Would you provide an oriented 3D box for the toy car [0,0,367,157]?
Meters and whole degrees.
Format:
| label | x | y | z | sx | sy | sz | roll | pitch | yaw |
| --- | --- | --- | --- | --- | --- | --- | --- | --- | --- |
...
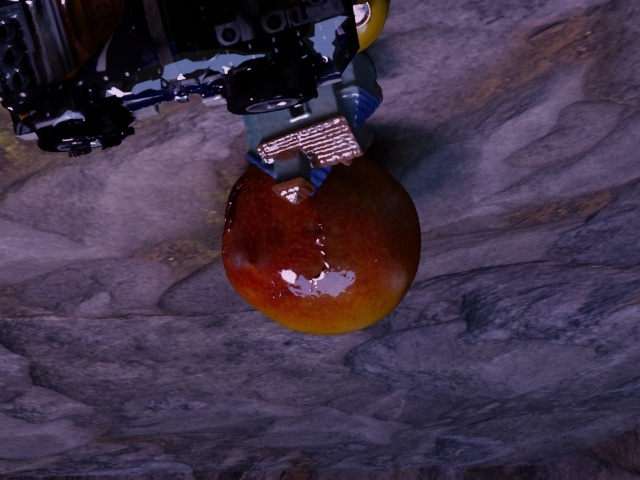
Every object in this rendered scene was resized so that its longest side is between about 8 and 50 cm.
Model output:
| label | x | y | z | sx | sy | sz | roll | pitch | yaw |
| --- | --- | --- | --- | --- | --- | --- | --- | --- | --- |
| toy car | -0.113 | -0.174 | 0.928 | 0.301 | 0.193 | 0.118 | -11 | 177 | 0 |

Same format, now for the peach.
| label | x | y | z | sx | sy | sz | roll | pitch | yaw |
| --- | --- | --- | --- | --- | --- | --- | --- | --- | --- |
| peach | 0.000 | 0.000 | 1.354 | 0.230 | 0.231 | 0.231 | -7 | 157 | -3 |

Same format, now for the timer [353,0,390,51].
| label | x | y | z | sx | sy | sz | roll | pitch | yaw |
| --- | --- | --- | --- | --- | --- | --- | --- | --- | --- |
| timer | 0.011 | -0.214 | 1.030 | 0.107 | 0.109 | 0.107 | 7 | 133 | 7 |

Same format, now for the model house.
| label | x | y | z | sx | sy | sz | roll | pitch | yaw |
| --- | --- | --- | --- | --- | --- | --- | --- | --- | --- |
| model house | -0.007 | -0.100 | 1.187 | 0.148 | 0.149 | 0.119 | -16 | 157 | 21 |
